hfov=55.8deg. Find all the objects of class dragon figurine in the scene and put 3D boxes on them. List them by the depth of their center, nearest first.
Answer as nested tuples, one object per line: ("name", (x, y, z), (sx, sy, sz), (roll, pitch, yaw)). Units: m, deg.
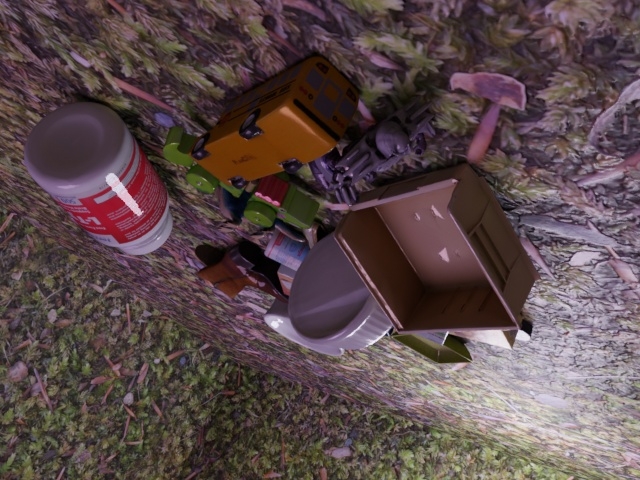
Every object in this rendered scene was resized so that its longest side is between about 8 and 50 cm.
("dragon figurine", (-0.149, -0.083, 1.355), (0.289, 0.143, 0.085), (12, 162, -20))

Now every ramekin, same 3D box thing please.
("ramekin", (0.065, 0.116, 1.337), (0.127, 0.272, 0.273), (34, 158, -36))
("ramekin", (-0.030, 0.246, 1.928), (0.277, 0.135, 0.277), (22, 158, 9))

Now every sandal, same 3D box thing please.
("sandal", (0.386, 0.210, 1.484), (0.255, 0.054, 0.097), (4, 150, 44))

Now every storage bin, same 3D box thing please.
("storage bin", (0.196, 0.024, 1.054), (0.262, 0.123, 0.260), (-12, 119, 49))

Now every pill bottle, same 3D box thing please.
("pill bottle", (-0.506, -0.125, 1.463), (0.229, 0.229, 0.407), (20, 158, 16))
("pill bottle", (-0.053, 0.032, 1.518), (0.160, 0.087, 0.087), (26, 159, -3))

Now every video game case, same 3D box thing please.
("video game case", (0.246, 0.201, 1.440), (0.119, 0.015, 0.166), (23, 160, 14))

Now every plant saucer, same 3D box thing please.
("plant saucer", (0.328, 0.299, 1.772), (0.188, 0.045, 0.188), (31, 158, -14))

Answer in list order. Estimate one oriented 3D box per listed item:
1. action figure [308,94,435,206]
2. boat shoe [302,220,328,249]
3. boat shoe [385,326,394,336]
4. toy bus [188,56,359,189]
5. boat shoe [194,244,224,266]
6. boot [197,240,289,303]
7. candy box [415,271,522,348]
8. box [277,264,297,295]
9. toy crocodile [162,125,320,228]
("action figure", (0.077, -0.127, 0.908), (0.099, 0.185, 0.285), (62, 167, -8))
("boat shoe", (0.000, 0.000, 1.433), (0.045, 0.050, 0.135), (18, 158, 34))
("boat shoe", (0.122, 0.224, 1.768), (0.109, 0.089, 0.258), (2, 149, 47))
("toy bus", (-0.092, -0.182, 0.998), (0.108, 0.130, 0.333), (36, 157, -28))
("boat shoe", (-0.331, 0.074, 1.961), (0.178, 0.064, 0.060), (29, 157, -15))
("boot", (-0.218, 0.138, 1.846), (0.264, 0.096, 0.280), (34, 142, -19))
("candy box", (0.306, 0.118, 1.313), (0.183, 0.087, 0.316), (9, 153, 37))
("box", (-0.034, 0.104, 1.660), (0.130, 0.091, 0.170), (21, 158, 13))
("toy crocodile", (-0.155, -0.127, 1.220), (0.341, 0.115, 0.105), (30, 158, -11))
